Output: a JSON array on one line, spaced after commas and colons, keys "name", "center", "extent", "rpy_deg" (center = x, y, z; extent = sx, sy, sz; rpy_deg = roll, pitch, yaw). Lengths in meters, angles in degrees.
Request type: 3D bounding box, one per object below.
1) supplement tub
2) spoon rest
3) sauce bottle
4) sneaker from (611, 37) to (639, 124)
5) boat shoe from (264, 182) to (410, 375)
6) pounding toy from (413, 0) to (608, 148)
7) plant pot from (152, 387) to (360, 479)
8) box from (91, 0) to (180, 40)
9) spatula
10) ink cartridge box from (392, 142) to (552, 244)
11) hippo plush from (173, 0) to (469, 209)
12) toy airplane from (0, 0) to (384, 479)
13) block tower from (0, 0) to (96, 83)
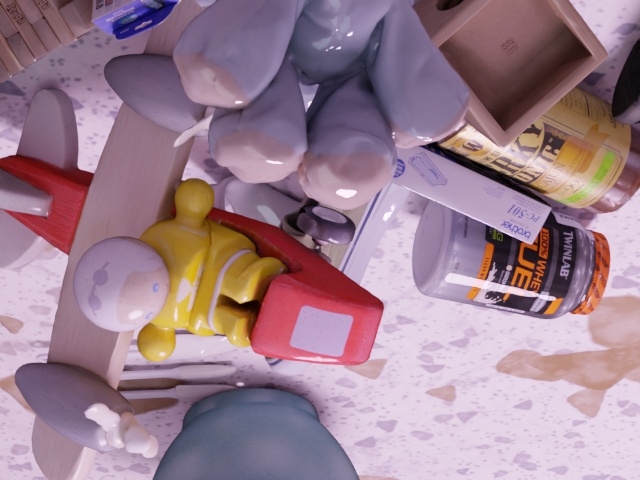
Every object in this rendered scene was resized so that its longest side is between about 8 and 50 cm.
[{"name": "supplement tub", "center": [0.202, 0.018, 2.071], "extent": [0.190, 0.117, 0.117], "rpy_deg": [11, 146, -15]}, {"name": "spoon rest", "center": [-0.049, -0.006, 2.095], "extent": [0.137, 0.084, 0.276], "rpy_deg": [-16, 156, 27]}, {"name": "sauce bottle", "center": [0.157, -0.126, 1.856], "extent": [0.344, 0.111, 0.111], "rpy_deg": [21, 142, -27]}, {"name": "sneaker", "center": [0.368, -0.166, 1.808], "extent": [0.130, 0.087, 0.227], "rpy_deg": [22, 137, -19]}, {"name": "boat shoe", "center": [0.000, 0.000, 2.001], "extent": [0.094, 0.109, 0.302], "rpy_deg": [20, 111, -18]}, {"name": "pounding toy", "center": [0.170, -0.222, 1.716], "extent": [0.206, 0.094, 0.181], "rpy_deg": [-41, 115, 0]}, {"name": "plant pot", "center": [-0.084, 0.306, 2.444], "extent": [0.293, 0.196, 0.293], "rpy_deg": [-4, 149, -2]}, {"name": "box", "center": [-0.155, -0.236, 1.670], "extent": [0.081, 0.136, 0.028], "rpy_deg": [-21, 141, 29]}, {"name": "spatula", "center": [-0.219, 0.160, 2.395], "extent": [0.242, 0.019, 0.168], "rpy_deg": [-2, 153, 4]}, {"name": "ink cartridge box", "center": [0.114, -0.066, 1.884], "extent": [0.207, 0.097, 0.046], "rpy_deg": [23, 101, -24]}, {"name": "hippo plush", "center": [-0.037, -0.179, 1.630], "extent": [0.234, 0.236, 0.294], "rpy_deg": [-21, 108, -17]}, {"name": "toy airplane", "center": [-0.178, 0.006, 1.841], "extent": [0.384, 0.272, 0.386], "rpy_deg": [-24, 96, 17]}, {"name": "block tower", "center": [-0.326, -0.175, 1.782], "extent": [0.335, 0.091, 0.097], "rpy_deg": [-24, 104, 34]}]
